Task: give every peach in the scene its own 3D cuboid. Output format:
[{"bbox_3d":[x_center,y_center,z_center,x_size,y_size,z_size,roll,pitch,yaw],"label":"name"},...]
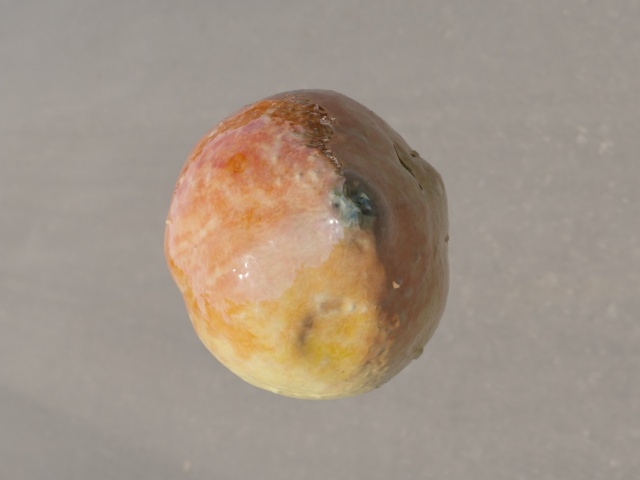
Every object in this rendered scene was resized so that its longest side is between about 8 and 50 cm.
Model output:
[{"bbox_3d":[0.000,0.000,1.060,0.232,0.233,0.232,-41,37,41],"label":"peach"}]
